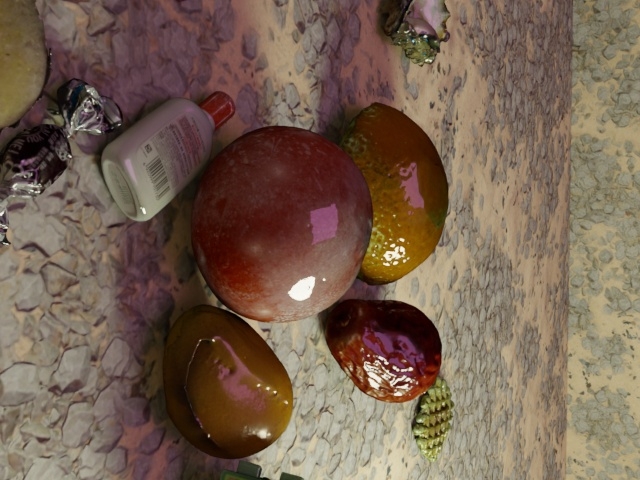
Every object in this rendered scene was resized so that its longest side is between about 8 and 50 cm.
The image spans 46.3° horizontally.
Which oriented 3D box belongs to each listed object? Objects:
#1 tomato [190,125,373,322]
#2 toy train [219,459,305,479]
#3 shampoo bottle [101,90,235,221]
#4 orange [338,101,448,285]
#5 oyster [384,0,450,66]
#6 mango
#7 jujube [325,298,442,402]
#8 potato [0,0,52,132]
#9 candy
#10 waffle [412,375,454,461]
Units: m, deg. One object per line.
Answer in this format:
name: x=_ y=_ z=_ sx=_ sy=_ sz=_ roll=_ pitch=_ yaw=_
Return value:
tomato: x=-0.044 y=-0.021 z=1.008 sx=0.270 sy=0.227 sz=0.270 roll=10 pitch=90 yaw=-69
toy train: x=-0.080 y=0.427 z=1.044 sx=0.272 sy=0.159 sz=0.188 roll=76 pitch=28 yaw=-63
shampoo bottle: x=-0.181 y=-0.122 z=0.941 sx=0.221 sy=0.051 sz=0.108 roll=-52 pitch=136 yaw=-43
orange: x=0.132 y=-0.087 z=1.372 sx=0.262 sy=0.196 sz=0.335 roll=-42 pitch=122 yaw=-66
oyster: x=0.204 y=-0.449 z=1.509 sx=0.260 sy=0.092 sz=0.198 roll=-55 pitch=138 yaw=-54
mango: x=-0.127 y=0.189 z=0.993 sx=0.166 sy=0.136 sz=0.236 roll=-48 pitch=127 yaw=-40
jujube: x=0.114 y=0.194 z=1.377 sx=0.255 sy=0.190 sz=0.190 roll=31 pitch=66 yaw=-37
potato: x=-0.327 y=-0.171 z=0.637 sx=0.182 sy=0.117 sz=0.202 roll=-15 pitch=112 yaw=-14
candy: x=-0.284 y=-0.084 z=0.777 sx=0.226 sy=0.051 sz=0.094 roll=-58 pitch=142 yaw=-38
waffle: x=0.271 y=0.422 z=1.774 sx=0.183 sy=0.036 sz=0.169 roll=-62 pitch=140 yaw=-34
